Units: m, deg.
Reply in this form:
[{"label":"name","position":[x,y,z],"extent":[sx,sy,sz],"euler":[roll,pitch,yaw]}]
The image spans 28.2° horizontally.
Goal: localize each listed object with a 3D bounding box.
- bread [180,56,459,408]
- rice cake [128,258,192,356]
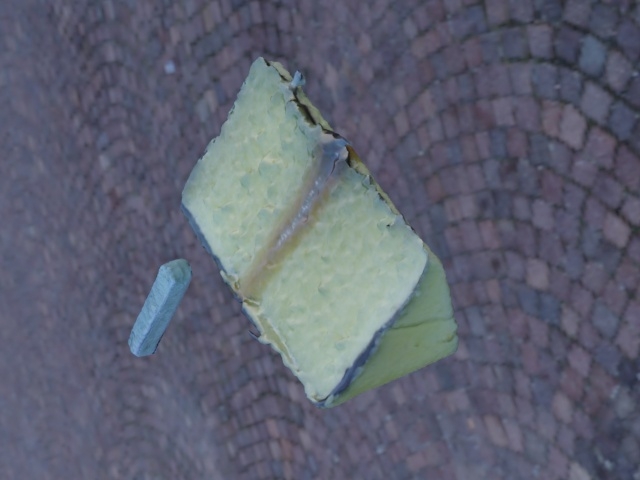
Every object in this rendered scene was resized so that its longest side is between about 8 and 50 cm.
[{"label":"bread","position":[0.000,0.000,1.041],"extent":[0.178,0.141,0.266],"euler":[-46,53,15]},{"label":"rice cake","position":[-0.189,0.082,1.488],"extent":[0.033,0.033,0.208],"euler":[61,148,20]}]
